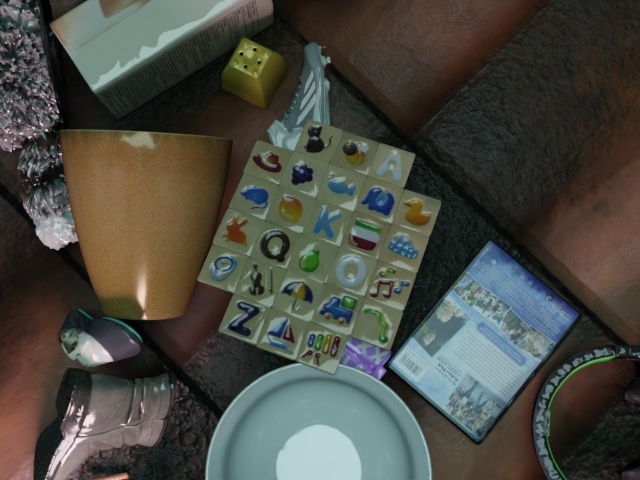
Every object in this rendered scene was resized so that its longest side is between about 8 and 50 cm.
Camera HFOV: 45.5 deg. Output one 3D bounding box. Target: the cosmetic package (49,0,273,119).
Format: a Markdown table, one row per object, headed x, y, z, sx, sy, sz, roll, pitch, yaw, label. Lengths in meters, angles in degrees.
| x | y | z | sx | sy | sz | roll | pitch | yaw | label |
| --- | --- | --- | --- | --- | --- | --- | --- | --- | --- |
| -0.228 | -0.326 | 1.143 | 0.296 | 0.153 | 0.129 | -33 | 84 | -6 | cosmetic package |

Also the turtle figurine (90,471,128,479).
| x | y | z | sx | sy | sz | roll | pitch | yaw | label |
| --- | --- | --- | --- | --- | --- | --- | --- | --- | --- |
| -0.238 | 0.454 | 1.055 | 0.270 | 0.087 | 0.217 | 12 | 83 | 8 | turtle figurine |

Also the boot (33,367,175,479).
| x | y | z | sx | sy | sz | roll | pitch | yaw | label |
| --- | --- | --- | --- | --- | --- | --- | --- | --- | --- |
| -0.304 | 0.284 | 1.078 | 0.161 | 0.083 | 0.246 | 13 | 118 | -31 | boot |

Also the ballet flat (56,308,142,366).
| x | y | z | sx | sy | sz | roll | pitch | yaw | label |
| --- | --- | --- | --- | --- | --- | --- | --- | --- | --- |
| -0.316 | 0.143 | 1.061 | 0.074 | 0.203 | 0.074 | -3 | 95 | -38 | ballet flat |

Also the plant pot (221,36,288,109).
| x | y | z | sx | sy | sz | roll | pitch | yaw | label |
| --- | --- | --- | --- | --- | --- | --- | --- | --- | --- |
| -0.103 | -0.265 | 1.168 | 0.081 | 0.083 | 0.081 | 27 | 82 | 3 | plant pot |

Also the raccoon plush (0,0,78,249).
| x | y | z | sx | sy | sz | roll | pitch | yaw | label |
| --- | --- | --- | --- | --- | --- | --- | --- | --- | --- |
| -0.521 | -0.197 | 1.068 | 0.299 | 0.216 | 0.446 | -8 | 82 | -11 | raccoon plush |

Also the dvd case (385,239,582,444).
| x | y | z | sx | sy | sz | roll | pitch | yaw | label |
| --- | --- | --- | --- | --- | --- | --- | --- | --- | --- |
| 0.245 | 0.151 | 1.142 | 0.180 | 0.022 | 0.253 | 40 | 83 | 4 | dvd case |

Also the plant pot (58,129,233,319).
| x | y | z | sx | sy | sz | roll | pitch | yaw | label |
| --- | --- | --- | --- | --- | --- | --- | --- | --- | --- |
| -0.248 | -0.023 | 1.076 | 0.237 | 0.237 | 0.254 | 3 | 94 | 0 | plant pot |

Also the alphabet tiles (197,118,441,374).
| x | y | z | sx | sy | sz | roll | pitch | yaw | label |
| --- | --- | --- | --- | --- | --- | --- | --- | --- | --- |
| 0.000 | 0.000 | 1.073 | 0.285 | 0.011 | 0.342 | 19 | 73 | 9 | alphabet tiles |

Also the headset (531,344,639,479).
| x | y | z | sx | sy | sz | roll | pitch | yaw | label |
| --- | --- | --- | --- | --- | --- | --- | --- | --- | --- |
| 0.505 | 0.282 | 1.090 | 0.394 | 0.185 | 0.243 | 3 | 78 | 15 | headset |

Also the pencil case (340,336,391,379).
| x | y | z | sx | sy | sz | roll | pitch | yaw | label |
| --- | --- | --- | --- | --- | --- | --- | --- | --- | --- |
| 0.007 | 0.129 | 1.110 | 0.206 | 0.088 | 0.086 | 38 | 74 | 4 | pencil case |

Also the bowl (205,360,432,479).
| x | y | z | sx | sy | sz | roll | pitch | yaw | label |
| --- | --- | --- | --- | --- | --- | --- | --- | --- | --- |
| -0.003 | 0.320 | 1.053 | 0.298 | 0.134 | 0.297 | 0 | 76 | 0 | bowl |

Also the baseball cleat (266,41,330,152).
| x | y | z | sx | sy | sz | roll | pitch | yaw | label |
| --- | --- | --- | --- | --- | --- | --- | --- | --- | --- |
| -0.032 | -0.202 | 1.165 | 0.109 | 0.072 | 0.205 | -6 | 81 | -2 | baseball cleat |
